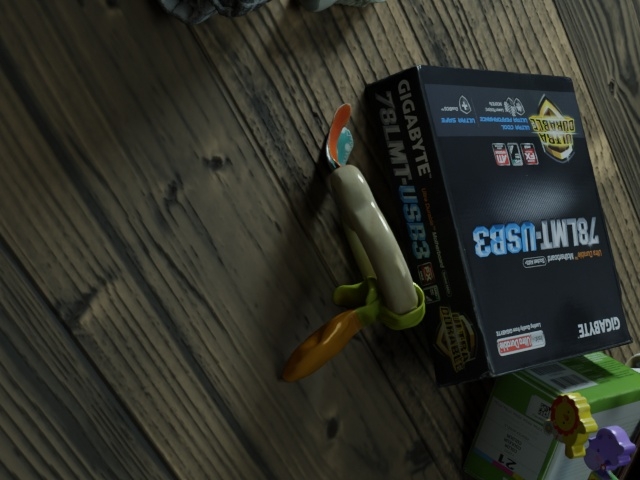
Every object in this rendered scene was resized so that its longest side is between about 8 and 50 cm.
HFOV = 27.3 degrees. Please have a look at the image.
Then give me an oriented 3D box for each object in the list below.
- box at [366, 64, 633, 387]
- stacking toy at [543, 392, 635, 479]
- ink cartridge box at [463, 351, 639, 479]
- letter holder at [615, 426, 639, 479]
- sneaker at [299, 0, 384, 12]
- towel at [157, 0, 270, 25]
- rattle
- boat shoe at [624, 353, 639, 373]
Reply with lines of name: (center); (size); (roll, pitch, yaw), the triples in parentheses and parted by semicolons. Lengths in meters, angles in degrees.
box: (0.186, -0.019, 1.301); (0.295, 0.073, 0.293); (-3, 78, -51)
stacking toy: (0.265, 0.236, 1.295); (0.167, 0.052, 0.221); (-2, 123, -36)
ink cartridge box: (0.235, 0.252, 1.401); (0.189, 0.097, 0.255); (-3, 117, -51)
letter holder: (0.426, 0.328, 1.500); (0.214, 0.152, 0.302); (-62, 151, -1)
sneaker: (0.036, -0.233, 1.179); (0.152, 0.054, 0.061); (-44, 126, -41)
towel: (-0.064, -0.337, 1.003); (0.235, 0.121, 0.283); (-45, 123, -41)
rattle: (0.000, 0.000, 1.156); (0.199, 0.143, 0.130); (65, 11, -7)
boat shoe: (0.410, 0.180, 1.604); (0.277, 0.098, 0.096); (6, 56, -50)
